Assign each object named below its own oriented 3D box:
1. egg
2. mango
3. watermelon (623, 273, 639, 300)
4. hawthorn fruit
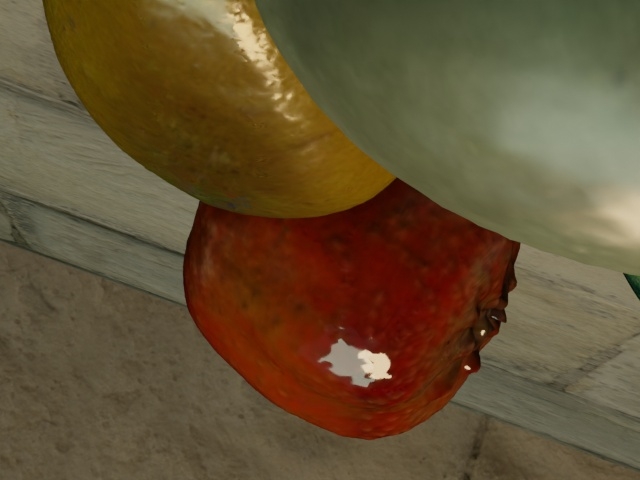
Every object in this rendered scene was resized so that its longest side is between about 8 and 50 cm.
[{"bbox_3d":[0.139,-0.114,0.710,0.352,0.258,0.258,20,169,14],"label":"egg"},{"bbox_3d":[-0.057,-0.131,1.148,0.253,0.182,0.365,19,170,13],"label":"mango"},{"bbox_3d":[0.263,0.009,0.994,0.292,0.222,0.319,9,151,-9],"label":"watermelon"},{"bbox_3d":[0.000,0.000,1.479,0.330,0.287,0.287,26,170,13],"label":"hawthorn fruit"}]
